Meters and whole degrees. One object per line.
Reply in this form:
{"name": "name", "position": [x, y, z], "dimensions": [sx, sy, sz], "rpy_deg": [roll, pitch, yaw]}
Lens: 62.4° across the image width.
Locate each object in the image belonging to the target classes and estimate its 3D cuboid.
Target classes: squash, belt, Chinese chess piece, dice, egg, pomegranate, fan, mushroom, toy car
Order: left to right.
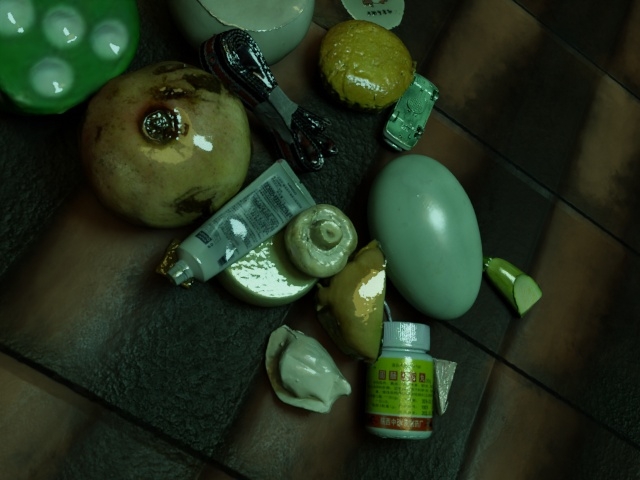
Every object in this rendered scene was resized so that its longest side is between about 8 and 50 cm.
{"name": "dice", "position": [-0.520, -0.415, 0.908], "dimensions": [0.297, 0.300, 0.287], "rpy_deg": [32, 64, 25]}
{"name": "pomegranate", "position": [-0.284, -0.174, 0.990], "dimensions": [0.321, 0.322, 0.322], "rpy_deg": [5, 75, -18]}
{"name": "Chinese chess piece", "position": [-0.108, 0.013, 1.095], "dimensions": [0.250, 0.101, 0.251], "rpy_deg": [5, 75, -18]}
{"name": "belt", "position": [-0.103, -0.281, 1.104], "dimensions": [0.359, 0.094, 0.126], "rpy_deg": [43, 65, -34]}
{"name": "mushroom", "position": [0.000, 0.000, 1.024], "dimensions": [0.147, 0.112, 0.148], "rpy_deg": [10, 64, -21]}
{"name": "fan", "position": [0.117, -0.711, 1.414], "dimensions": [0.190, 0.009, 0.329], "rpy_deg": [-16, 83, -22]}
{"name": "toy car", "position": [0.220, -0.317, 1.313], "dimensions": [0.090, 0.076, 0.224], "rpy_deg": [31, 60, -9]}
{"name": "egg", "position": [0.229, -0.006, 1.152], "dimensions": [0.229, 0.230, 0.371], "rpy_deg": [-17, 89, -23]}
{"name": "squash", "position": [0.456, 0.097, 1.290], "dimensions": [0.200, 0.075, 0.090], "rpy_deg": [42, 93, -4]}

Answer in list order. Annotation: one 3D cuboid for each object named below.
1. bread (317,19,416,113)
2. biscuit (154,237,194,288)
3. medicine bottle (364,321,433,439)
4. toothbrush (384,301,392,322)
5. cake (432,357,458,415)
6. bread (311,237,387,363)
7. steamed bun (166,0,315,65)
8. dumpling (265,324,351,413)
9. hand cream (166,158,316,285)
{"name": "bread", "position": [0.099, -0.411, 1.259], "dimensions": [0.239, 0.139, 0.240], "rpy_deg": [5, 74, -18]}
{"name": "biscuit", "position": [-0.281, 0.046, 1.070], "dimensions": [0.081, 0.018, 0.083], "rpy_deg": [28, 68, -11]}
{"name": "medicine bottle", "position": [0.164, 0.289, 1.099], "dimensions": [0.139, 0.139, 0.226], "rpy_deg": [9, 74, -17]}
{"name": "toothbrush", "position": [0.147, 0.141, 1.201], "dimensions": [0.019, 0.013, 0.193], "rpy_deg": [-20, 84, -29]}
{"name": "cake", "position": [0.258, 0.323, 1.175], "dimensions": [0.065, 0.052, 0.121], "rpy_deg": [24, 70, -18]}
{"name": "bread", "position": [0.050, 0.119, 1.090], "dimensions": [0.132, 0.174, 0.252], "rpy_deg": [7, 81, -11]}
{"name": "steamed bun", "position": [-0.172, -0.530, 1.155], "dimensions": [0.324, 0.206, 0.325], "rpy_deg": [2, 83, -17]}
{"name": "dumpling", "position": [-0.036, 0.265, 1.055], "dimensions": [0.199, 0.118, 0.136], "rpy_deg": [34, 80, 21]}
{"name": "hand cream", "position": [-0.153, -0.027, 1.006], "dimensions": [0.340, 0.077, 0.124], "rpy_deg": [-41, 97, -32]}
